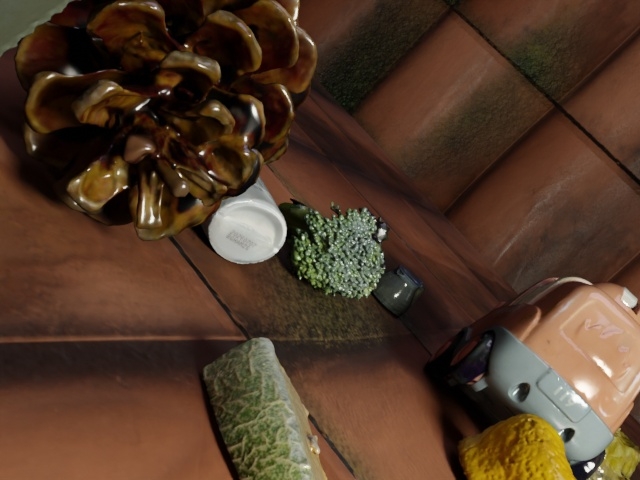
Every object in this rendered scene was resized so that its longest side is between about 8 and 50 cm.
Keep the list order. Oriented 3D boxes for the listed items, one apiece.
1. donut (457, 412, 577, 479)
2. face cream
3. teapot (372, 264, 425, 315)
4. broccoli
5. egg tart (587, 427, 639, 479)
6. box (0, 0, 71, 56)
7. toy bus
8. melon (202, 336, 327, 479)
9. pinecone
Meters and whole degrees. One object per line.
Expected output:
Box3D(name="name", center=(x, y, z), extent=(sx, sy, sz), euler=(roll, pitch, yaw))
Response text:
Box3D(name="donut", center=(0.249, 0.301, 0.832), extent=(0.259, 0.101, 0.152), euler=(49, 18, -2))
Box3D(name="face cream", center=(-0.117, -0.084, 0.911), extent=(0.107, 0.073, 0.269), euler=(40, 13, -42))
Box3D(name="teapot", center=(0.115, 0.071, 1.192), extent=(0.088, 0.057, 0.066), euler=(30, 20, -48))
Box3D(name="broccoli", center=(0.000, -0.002, 1.010), extent=(0.122, 0.118, 0.204), euler=(3, 16, -26))
Box3D(name="egg tart", center=(0.416, 0.298, 1.350), extent=(0.279, 0.095, 0.279), euler=(42, 14, -14))
Box3D(name="box", center=(-0.243, -0.193, 0.477), extent=(0.178, 0.274, 0.138), euler=(61, 16, 8))
Box3D(name="toy bus", center=(0.278, 0.144, 1.021), extent=(0.194, 0.232, 0.287), euler=(43, -6, 3))
Box3D(name="melon", center=(-0.022, 0.152, 0.560), extent=(0.098, 0.054, 0.182), euler=(55, 6, -33))
Box3D(name="pinecone", center=(-0.130, -0.126, 0.678), extent=(0.244, 0.244, 0.309), euler=(41, 24, -16))
